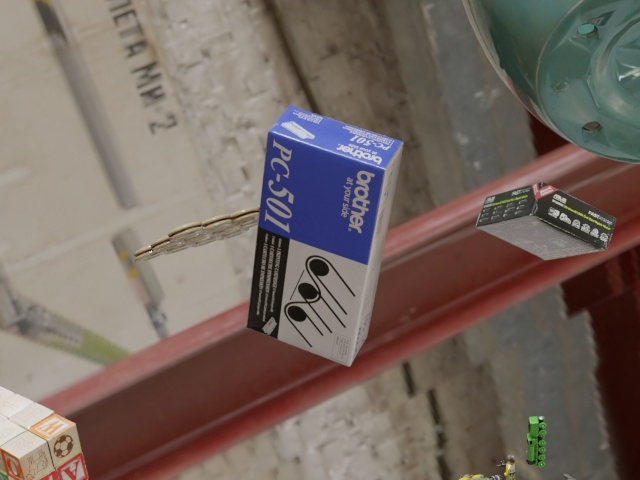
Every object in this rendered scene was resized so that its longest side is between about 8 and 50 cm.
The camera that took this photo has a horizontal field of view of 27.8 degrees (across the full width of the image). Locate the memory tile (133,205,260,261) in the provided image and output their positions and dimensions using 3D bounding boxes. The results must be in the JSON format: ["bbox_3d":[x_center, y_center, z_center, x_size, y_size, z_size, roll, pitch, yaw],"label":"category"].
[{"bbox_3d":[-0.117,-0.011,1.374,0.113,0.148,0.012,-27,-99,50],"label":"memory tile"}]

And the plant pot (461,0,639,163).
[{"bbox_3d":[0.218,-0.193,0.829,0.293,0.293,0.235,86,2,-53],"label":"plant pot"}]

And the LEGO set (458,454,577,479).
[{"bbox_3d":[0.195,0.327,1.533,0.255,0.331,0.192,14,-79,51],"label":"LEGO set"}]

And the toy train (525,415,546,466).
[{"bbox_3d":[0.271,0.254,1.631,0.017,0.023,0.083,-92,178,-55],"label":"toy train"}]

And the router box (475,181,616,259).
[{"bbox_3d":[0.228,-0.018,1.321,0.092,0.038,0.122,25,-13,-17],"label":"router box"}]

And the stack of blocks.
[{"bbox_3d":[-0.427,0.286,1.701,0.297,0.087,0.171,16,-55,41],"label":"stack of blocks"}]

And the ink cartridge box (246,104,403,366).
[{"bbox_3d":[0.000,0.000,1.036,0.097,0.046,0.207,19,-50,13],"label":"ink cartridge box"}]
